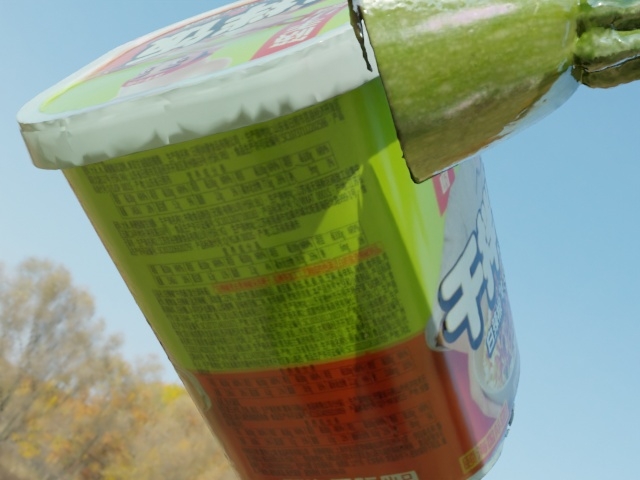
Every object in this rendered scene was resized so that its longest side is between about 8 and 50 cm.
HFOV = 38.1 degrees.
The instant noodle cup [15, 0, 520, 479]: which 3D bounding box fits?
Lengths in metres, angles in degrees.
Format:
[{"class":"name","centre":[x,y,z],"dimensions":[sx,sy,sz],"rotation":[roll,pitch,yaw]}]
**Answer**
[{"class":"instant noodle cup","centre":[0.000,0.000,0.624],"dimensions":[0.294,0.294,0.307],"rotation":[8,-54,51]}]

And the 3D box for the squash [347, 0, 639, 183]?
[{"class":"squash","centre":[0.085,-0.089,0.378],"dimensions":[0.132,0.105,0.105],"rotation":[-15,-40,11]}]
